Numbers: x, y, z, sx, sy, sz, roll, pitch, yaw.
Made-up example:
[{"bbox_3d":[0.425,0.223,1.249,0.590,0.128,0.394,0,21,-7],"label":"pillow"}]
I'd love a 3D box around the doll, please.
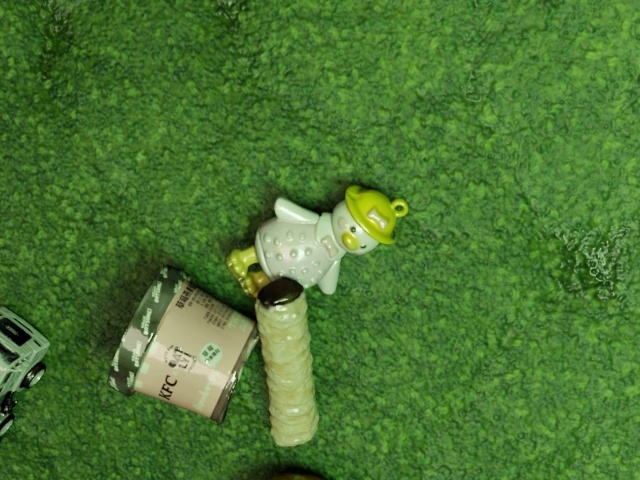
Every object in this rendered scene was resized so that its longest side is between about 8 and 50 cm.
[{"bbox_3d":[0.000,0.000,1.049,0.207,0.081,0.129,-23,115,18],"label":"doll"}]

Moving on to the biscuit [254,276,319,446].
[{"bbox_3d":[-0.037,0.135,1.070,0.061,0.055,0.219,-21,128,-19],"label":"biscuit"}]

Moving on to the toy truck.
[{"bbox_3d":[-0.439,0.204,1.206,0.101,0.125,0.242,36,110,6],"label":"toy truck"}]

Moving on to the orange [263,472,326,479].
[{"bbox_3d":[-0.023,0.341,1.118,0.156,0.124,0.156,14,118,27],"label":"orange"}]

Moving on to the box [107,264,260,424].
[{"bbox_3d":[-0.144,0.123,1.091,0.135,0.151,0.151,26,110,-1],"label":"box"}]
